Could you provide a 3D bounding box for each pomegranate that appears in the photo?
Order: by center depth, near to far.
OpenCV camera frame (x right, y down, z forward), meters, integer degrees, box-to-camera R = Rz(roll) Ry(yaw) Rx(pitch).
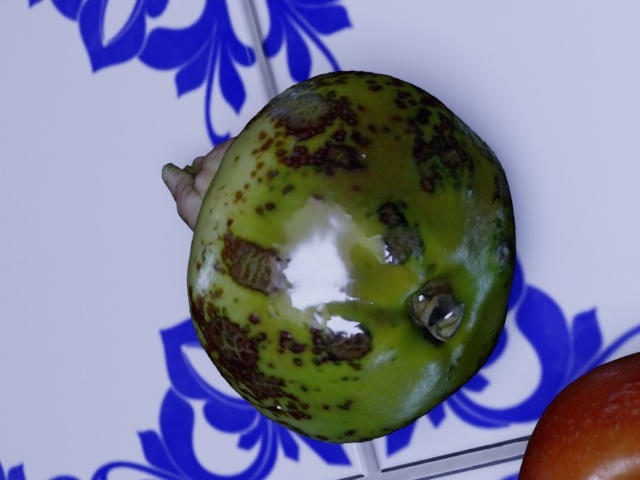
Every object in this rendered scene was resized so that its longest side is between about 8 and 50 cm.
[{"bbox_3d":[-0.010,-0.007,0.915,0.277,0.204,0.222,34,89,21],"label":"pomegranate"}]

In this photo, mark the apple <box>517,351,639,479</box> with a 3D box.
[{"bbox_3d":[0.212,0.165,0.810,0.218,0.201,0.218,-4,83,31],"label":"apple"}]
